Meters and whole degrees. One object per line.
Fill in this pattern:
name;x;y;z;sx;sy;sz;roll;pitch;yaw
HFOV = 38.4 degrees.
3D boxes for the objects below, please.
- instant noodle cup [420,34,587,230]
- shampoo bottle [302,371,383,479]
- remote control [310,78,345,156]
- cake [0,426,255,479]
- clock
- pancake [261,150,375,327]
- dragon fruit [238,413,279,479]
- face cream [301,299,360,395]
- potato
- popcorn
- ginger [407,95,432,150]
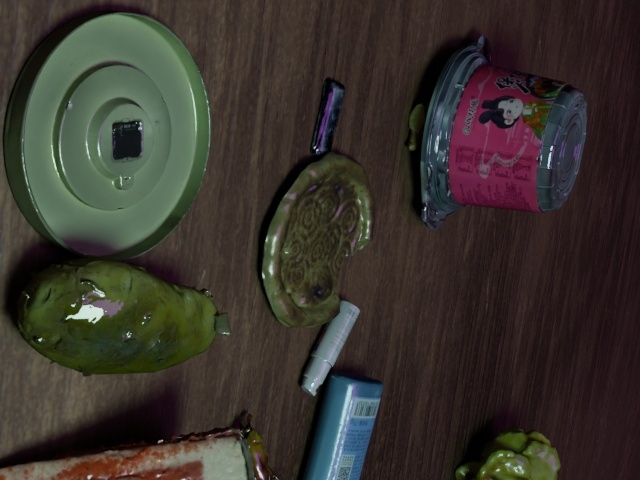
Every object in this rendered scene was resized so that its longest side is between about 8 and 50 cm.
instant noodle cup;0.277;-0.143;1.335;0.258;0.181;0.302;15;88;-64
shampoo bottle;0.018;0.312;1.258;0.104;0.061;0.258;18;86;-56
remote control;0.011;-0.150;1.136;0.039;0.014;0.096;10;93;-55
cake;-0.207;0.279;0.908;0.262;0.159;0.158;-2;73;-22
clock;-0.188;-0.096;0.862;0.235;0.029;0.235;-23;119;-49
pancake;0.000;0.000;1.156;0.212;0.029;0.235;40;68;-53
dragon fruit;-0.069;0.332;1.109;0.125;0.125;0.246;-43;119;-78
face cream;0.010;0.142;1.214;0.034;0.034;0.130;50;60;-49
potato;-0.182;0.075;0.865;0.117;0.090;0.225;-44;145;21
popcorn;0.346;0.466;1.669;0.256;0.195;0.255;-67;154;-13
ginger;0.142;-0.173;1.298;0.097;0.030;0.048;-60;162;-17
